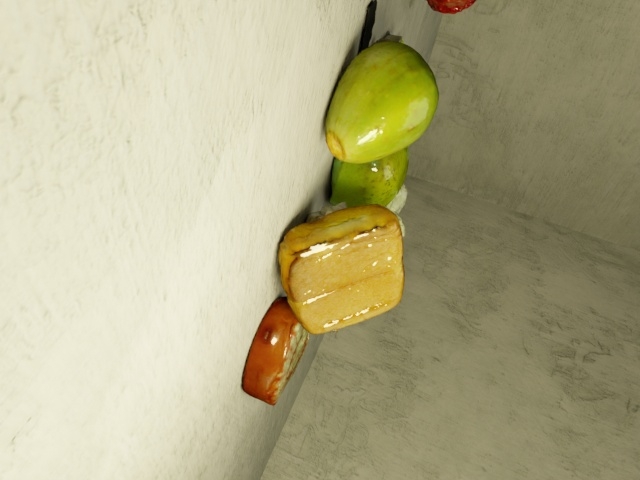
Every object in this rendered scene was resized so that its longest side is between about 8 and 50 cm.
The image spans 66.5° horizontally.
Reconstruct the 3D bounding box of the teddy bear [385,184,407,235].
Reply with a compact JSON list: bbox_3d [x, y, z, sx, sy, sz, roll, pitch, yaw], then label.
[{"bbox_3d":[0.180,-0.141,1.909,0.375,0.327,0.362,27,40,-55],"label":"teddy bear"}]

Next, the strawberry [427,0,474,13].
[{"bbox_3d":[0.510,-0.965,1.766,0.292,0.310,0.292,19,90,-85],"label":"strawberry"}]

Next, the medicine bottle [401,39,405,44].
[{"bbox_3d":[0.279,-0.697,1.777,0.047,0.047,0.083,98,15,-50],"label":"medicine bottle"}]

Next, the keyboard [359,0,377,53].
[{"bbox_3d":[0.122,-0.546,1.325,0.074,0.015,0.196,-57,164,-40],"label":"keyboard"}]

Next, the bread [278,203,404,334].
[{"bbox_3d":[0.058,0.077,1.309,0.148,0.337,0.328,-121,-166,-53],"label":"bread"}]

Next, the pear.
[{"bbox_3d":[0.165,-0.242,1.535,0.318,0.238,0.342,-58,168,-84],"label":"pear"}]

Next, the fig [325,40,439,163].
[{"bbox_3d":[0.142,-0.329,1.230,0.326,0.258,0.258,-49,166,-11],"label":"fig"}]

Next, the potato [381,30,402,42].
[{"bbox_3d":[0.228,-0.632,1.601,0.122,0.061,0.086,-59,164,-50],"label":"potato"}]

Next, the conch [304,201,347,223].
[{"bbox_3d":[-0.004,-0.005,1.393,0.255,0.158,0.127,-58,148,-4],"label":"conch"}]

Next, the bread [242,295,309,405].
[{"bbox_3d":[-0.122,0.327,1.450,0.328,0.114,0.295,101,15,-46],"label":"bread"}]

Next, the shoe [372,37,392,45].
[{"bbox_3d":[0.180,-0.515,1.485,0.092,0.089,0.180,-25,137,-75],"label":"shoe"}]
